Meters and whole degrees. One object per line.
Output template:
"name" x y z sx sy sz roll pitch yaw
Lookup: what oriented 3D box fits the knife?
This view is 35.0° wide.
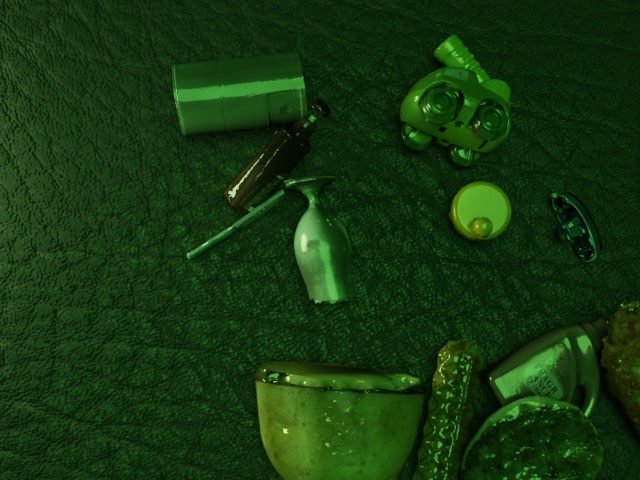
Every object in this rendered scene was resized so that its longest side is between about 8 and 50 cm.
"knife" -0.145 -0.025 1.754 0.210 0.028 0.015 -33 69 9

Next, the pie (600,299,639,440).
"pie" 0.611 0.247 1.661 0.103 0.288 0.354 -34 105 -42

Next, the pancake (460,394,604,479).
"pancake" 0.354 0.368 1.702 0.254 0.037 0.253 -2 111 -5

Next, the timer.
"timer" 0.279 -0.050 1.760 0.107 0.109 0.107 0 83 -3

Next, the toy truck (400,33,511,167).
"toy truck" 0.252 -0.241 1.775 0.187 0.148 0.210 34 62 -1

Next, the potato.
"potato" 0.028 0.317 1.656 0.285 0.242 0.242 7 82 -17

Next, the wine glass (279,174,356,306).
"wine glass" 0.000 0.000 1.743 0.103 0.103 0.222 -11 82 -4

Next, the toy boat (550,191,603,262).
"toy boat" 0.446 -0.025 1.790 0.061 0.060 0.137 -22 88 -27

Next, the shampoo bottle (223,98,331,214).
"shampoo bottle" -0.071 -0.145 1.732 0.067 0.068 0.236 34 109 -26

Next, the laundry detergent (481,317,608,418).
"laundry detergent" 0.415 0.244 1.751 0.237 0.076 0.171 -28 90 -8

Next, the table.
"table" -0.139 -0.254 1.756 0.220 0.126 0.126 -8 83 -4

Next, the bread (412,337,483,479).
"bread" 0.210 0.346 1.724 0.084 0.077 0.367 13 82 0
